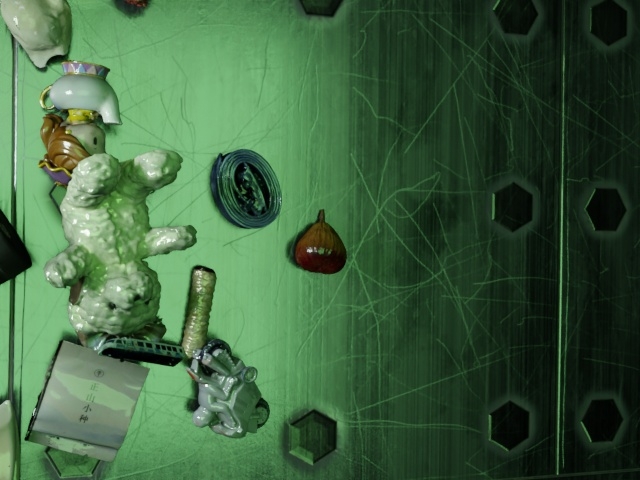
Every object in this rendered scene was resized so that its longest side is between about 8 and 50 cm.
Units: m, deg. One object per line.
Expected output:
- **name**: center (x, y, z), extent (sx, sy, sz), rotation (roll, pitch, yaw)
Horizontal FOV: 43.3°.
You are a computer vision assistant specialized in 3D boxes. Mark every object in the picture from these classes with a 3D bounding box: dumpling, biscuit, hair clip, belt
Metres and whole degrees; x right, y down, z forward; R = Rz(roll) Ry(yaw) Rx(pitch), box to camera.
- **dumpling**: center (-0.590, -0.468, 1.688), extent (0.136, 0.118, 0.199), rotation (-19, 111, -13)
- **biscuit**: center (-0.272, 0.166, 1.812), extent (0.061, 0.055, 0.219), rotation (11, 87, -26)
- **hair clip**: center (-0.704, 0.479, 1.670), extent (0.173, 0.113, 0.282), rotation (-9, 88, -16)
- **belt**: center (-0.169, -0.118, 1.826), extent (0.141, 0.082, 0.190), rotation (-23, 98, -20)

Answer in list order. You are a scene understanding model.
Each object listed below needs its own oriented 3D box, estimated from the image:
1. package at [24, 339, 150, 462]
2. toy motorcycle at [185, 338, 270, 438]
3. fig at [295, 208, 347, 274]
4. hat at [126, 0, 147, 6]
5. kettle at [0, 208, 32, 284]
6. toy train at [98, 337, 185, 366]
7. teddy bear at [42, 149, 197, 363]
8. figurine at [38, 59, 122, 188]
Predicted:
- **package**: center (-0.500, 0.345, 1.731), extent (0.204, 0.062, 0.250), rotation (20, 103, -17)
- **toy motorcycle**: center (-0.215, 0.351, 1.793), extent (0.171, 0.110, 0.260), rotation (-42, 121, -25)
- **fig**: center (-0.008, 0.012, 1.879), extent (0.119, 0.153, 0.119), rotation (-14, 136, -14)
- **hat**: center (-0.446, -0.635, 1.728), extent (0.237, 0.107, 0.286), rotation (-26, 92, 2)
- **kettle**: center (-0.796, 0.009, 1.588), extent (0.324, 0.228, 0.321), rotation (-33, 81, -11)
- **toy train**: center (-0.380, 0.236, 1.712), extent (0.207, 0.043, 0.047), rotation (19, 42, -49)
- **teddy bear**: center (-0.394, 0.051, 1.649), extent (0.327, 0.375, 0.362), rotation (-10, 78, -36)
- **figurine**: center (-0.509, -0.238, 1.701), extent (0.190, 0.142, 0.263), rotation (6, 90, 16)
